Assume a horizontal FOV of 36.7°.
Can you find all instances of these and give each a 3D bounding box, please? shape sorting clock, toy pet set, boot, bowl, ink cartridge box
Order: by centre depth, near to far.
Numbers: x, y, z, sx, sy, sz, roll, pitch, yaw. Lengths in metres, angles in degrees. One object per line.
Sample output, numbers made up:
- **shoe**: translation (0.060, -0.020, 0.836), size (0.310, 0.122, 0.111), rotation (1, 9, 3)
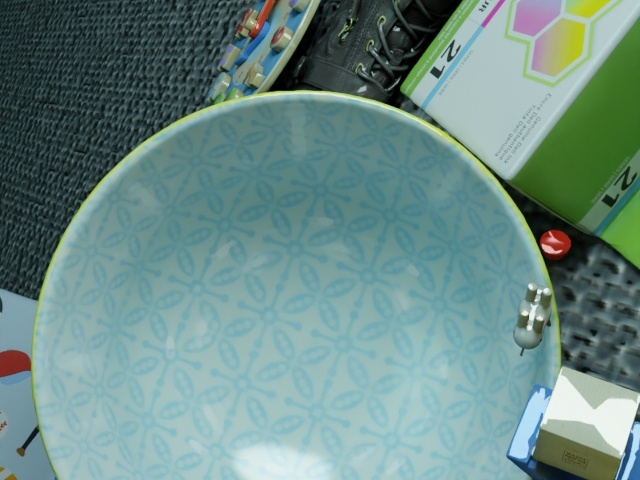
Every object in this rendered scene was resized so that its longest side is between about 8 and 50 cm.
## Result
- **toy pet set**: translation (0.149, 0.071, 0.476), size (0.122, 0.065, 0.114), rotation (19, 61, 19)
- **ink cartridge box**: translation (0.184, -0.089, 0.525), size (0.188, 0.097, 0.255), rotation (-54, 36, 13)
- **bowl**: translation (-0.010, 0.070, 0.590), size (0.156, 0.290, 0.289), rotation (70, -140, -80)
- **boot**: translation (0.055, -0.142, 0.734), size (0.229, 0.091, 0.263), rotation (-64, 26, 0)
- **shape sorting clock**: translation (-0.052, -0.192, 0.897), size (0.206, 0.040, 0.206), rotation (-52, 20, 27)

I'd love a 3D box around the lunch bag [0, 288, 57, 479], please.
- **lunch bag**: translation (-0.418, 0.222, 0.880), size (0.239, 0.328, 0.385), rotation (-17, 58, 51)
